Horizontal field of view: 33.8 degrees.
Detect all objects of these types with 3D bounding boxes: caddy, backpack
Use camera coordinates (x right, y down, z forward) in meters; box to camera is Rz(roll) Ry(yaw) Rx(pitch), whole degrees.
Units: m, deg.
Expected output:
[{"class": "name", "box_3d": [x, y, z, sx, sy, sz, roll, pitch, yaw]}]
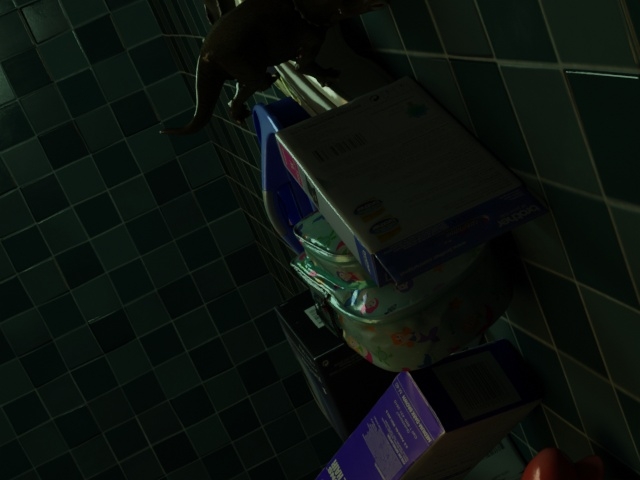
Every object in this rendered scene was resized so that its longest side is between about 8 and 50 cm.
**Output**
[{"class": "caddy", "box_3d": [-0.004, -0.080, 1.682, 0.241, 0.179, 0.341, 52, 165, 54]}, {"class": "backpack", "box_3d": [0.101, 0.033, 1.285, 0.253, 0.225, 0.191, 44, 163, 54]}]

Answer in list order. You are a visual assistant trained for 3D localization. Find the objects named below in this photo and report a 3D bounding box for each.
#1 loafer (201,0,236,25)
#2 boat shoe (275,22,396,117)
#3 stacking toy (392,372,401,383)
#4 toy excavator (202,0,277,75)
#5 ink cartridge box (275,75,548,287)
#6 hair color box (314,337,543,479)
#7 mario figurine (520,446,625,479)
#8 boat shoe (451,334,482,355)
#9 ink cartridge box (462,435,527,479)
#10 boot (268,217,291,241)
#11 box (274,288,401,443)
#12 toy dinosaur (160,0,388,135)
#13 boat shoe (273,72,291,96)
[{"class": "loafer", "box_3d": [-0.227, -0.517, 1.860, 0.134, 0.130, 0.366, 56, 168, 41]}, {"class": "boat shoe", "box_3d": [-0.003, -0.234, 1.434, 0.324, 0.116, 0.097, 50, 149, 37]}, {"class": "stacking toy", "box_3d": [0.176, 0.281, 1.850, 0.166, 0.175, 0.302, -126, 27, -44]}, {"class": "toy excavator", "box_3d": [-0.196, -0.490, 1.589, 0.433, 0.445, 0.222, -68, 29, 17]}, {"class": "ink cartridge box", "box_3d": [0.094, -0.062, 1.171, 0.311, 0.185, 0.065, 52, 163, 48]}, {"class": "hair color box", "box_3d": [0.136, 0.284, 1.457, 0.110, 0.185, 0.339, 58, 139, 27]}, {"class": "mario figurine", "box_3d": [0.358, 0.367, 1.220, 0.198, 0.170, 0.321, -30, 98, 45]}, {"class": "boat shoe", "box_3d": [0.193, 0.139, 1.567, 0.183, 0.065, 0.083, 96, 150, -62]}, {"class": "ink cartridge box", "box_3d": [0.248, 0.387, 1.634, 0.208, 0.153, 0.087, 60, 172, 25]}, {"class": "boot", "box_3d": [0.000, 0.000, 2.250, 0.280, 0.096, 0.264, 49, 157, 31]}, {"class": "box", "box_3d": [0.065, 0.273, 2.242, 0.294, 0.182, 0.296, 66, 171, -23]}, {"class": "toy dinosaur", "box_3d": [-0.071, -0.240, 1.276, 0.160, 0.313, 0.121, 66, 179, -48]}, {"class": "boat shoe", "box_3d": [-0.084, -0.316, 1.864, 0.153, 0.056, 0.048, 51, 161, 25]}]
